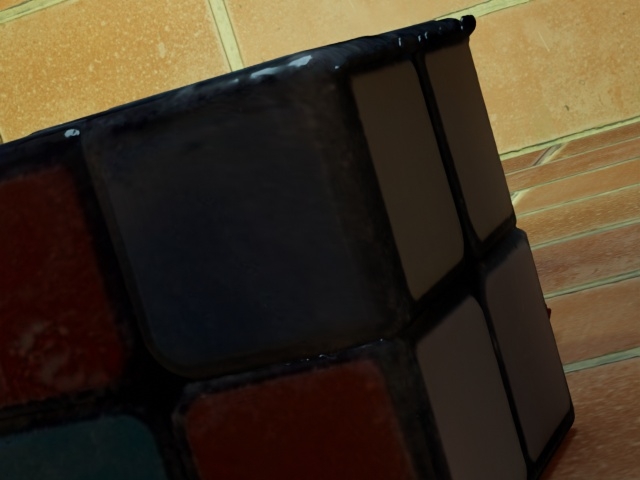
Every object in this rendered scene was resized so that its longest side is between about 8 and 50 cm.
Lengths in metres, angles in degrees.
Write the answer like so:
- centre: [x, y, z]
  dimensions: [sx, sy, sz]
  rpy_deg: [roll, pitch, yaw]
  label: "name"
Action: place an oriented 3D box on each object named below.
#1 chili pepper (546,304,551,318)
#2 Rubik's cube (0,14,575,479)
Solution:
- centre: [0.142, 0.100, 1.217]
  dimensions: [0.050, 0.059, 0.268]
  rpy_deg: [31, 30, 27]
  label: "chili pepper"
- centre: [-0.040, 0.050, 0.916]
  dimensions: [0.318, 0.313, 0.316]
  rpy_deg: [-13, 7, 24]
  label: "Rubik's cube"
